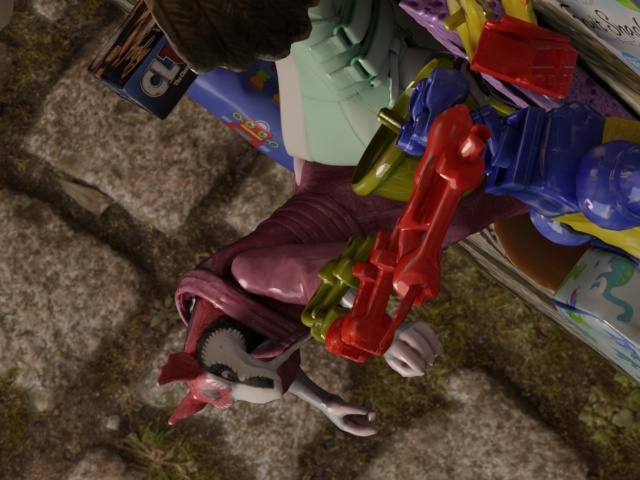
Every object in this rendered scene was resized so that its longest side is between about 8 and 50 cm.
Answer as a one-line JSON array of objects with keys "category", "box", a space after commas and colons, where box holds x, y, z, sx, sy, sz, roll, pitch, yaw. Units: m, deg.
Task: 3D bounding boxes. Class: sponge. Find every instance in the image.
[{"category": "sponge", "box": [0.147, -0.081, 1.208, 0.210, 0.031, 0.117, 39, 178, -35]}]

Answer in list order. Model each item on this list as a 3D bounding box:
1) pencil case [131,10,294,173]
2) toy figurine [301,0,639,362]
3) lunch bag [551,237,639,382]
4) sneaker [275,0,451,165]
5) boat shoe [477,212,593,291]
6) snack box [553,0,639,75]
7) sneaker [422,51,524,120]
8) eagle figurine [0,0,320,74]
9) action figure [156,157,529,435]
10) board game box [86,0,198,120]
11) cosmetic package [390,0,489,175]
[{"category": "pencil case", "box": [-0.039, -0.149, 1.842, 0.306, 0.133, 0.119, 36, 157, -21]}, {"category": "toy figurine", "box": [0.133, 0.000, 1.019, 0.217, 0.191, 0.362, 19, 174, -5]}, {"category": "lunch bag", "box": [0.306, 0.089, 1.646, 0.219, 0.090, 0.176, 37, 180, -8]}, {"category": "sneaker", "box": [0.047, -0.132, 1.257, 0.151, 0.094, 0.256, 8, 151, 11]}, {"category": "boat shoe", "box": [0.158, -0.036, 1.738, 0.207, 0.073, 0.073, 45, 179, -11]}, {"category": "snack box", "box": [0.145, -0.089, 0.823, 0.141, 0.037, 0.100, 38, 178, -17]}, {"category": "sneaker", "box": [0.094, -0.082, 1.196, 0.083, 0.031, 0.035, 40, -178, -2]}, {"category": "eagle figurine", "box": [-0.161, -0.202, 1.091, 0.298, 0.226, 0.225, 11, 133, 38]}, {"category": "action figure", "box": [0.000, 0.000, 1.511, 0.276, 0.370, 0.248, 51, 145, 6]}, {"category": "board game box", "box": [-0.112, -0.183, 1.618, 0.042, 0.165, 0.243, 38, 178, -15]}, {"category": "cosmetic package", "box": [0.036, -0.141, 1.410, 0.239, 0.060, 0.099, 37, -179, -14]}]
